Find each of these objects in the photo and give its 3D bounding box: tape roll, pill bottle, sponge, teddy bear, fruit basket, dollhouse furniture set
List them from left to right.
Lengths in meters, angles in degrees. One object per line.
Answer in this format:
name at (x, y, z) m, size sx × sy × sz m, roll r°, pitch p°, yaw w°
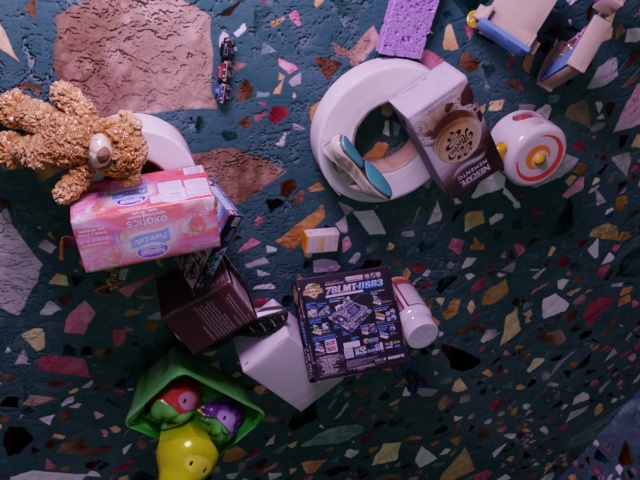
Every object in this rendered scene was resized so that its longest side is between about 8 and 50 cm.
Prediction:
teddy bear at (-0.531, -0.206, 1.323) m, size 0.338 × 0.113 × 0.245 m, roll 29°, pitch 90°, yaw 7°
tape roll at (-0.435, -0.150, 1.499) m, size 0.287 × 0.100 × 0.286 m, roll -11°, pitch 128°, yaw -14°
fruit basket at (-0.365, 0.546, 1.865) m, size 0.283 × 0.392 × 0.392 m, roll -42°, pitch 128°, yaw 11°
tape roll at (0.166, -0.277, 1.662) m, size 0.393 × 0.072 × 0.391 m, roll -11°, pitch 128°, yaw -14°
pill bottle at (0.267, 0.219, 1.965) m, size 0.121 × 0.221 × 0.121 m, roll -10°, pitch 127°, yaw -14°
sponge at (0.214, -0.540, 1.514) m, size 0.117 × 0.031 × 0.210 m, roll 2°, pitch 124°, yaw -23°
dollhouse furniture set at (0.544, -0.568, 1.604) m, size 0.304 × 0.198 × 0.286 m, roll 31°, pitch 88°, yaw -3°

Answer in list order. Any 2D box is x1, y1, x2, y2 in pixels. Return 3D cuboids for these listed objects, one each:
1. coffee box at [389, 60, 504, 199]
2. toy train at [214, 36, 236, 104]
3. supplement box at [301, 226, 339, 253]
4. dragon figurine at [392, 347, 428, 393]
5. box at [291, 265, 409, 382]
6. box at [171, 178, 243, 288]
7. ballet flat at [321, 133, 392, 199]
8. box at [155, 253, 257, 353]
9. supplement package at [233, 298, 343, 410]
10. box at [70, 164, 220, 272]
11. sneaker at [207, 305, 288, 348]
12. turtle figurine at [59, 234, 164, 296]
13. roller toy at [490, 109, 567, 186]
coffee box at (0.320, -0.268, 1.606) m, size 0.168 × 0.118 × 0.297 m, roll -35°, pitch 129°, yaw 4°
toy train at (-0.218, -0.384, 1.461) m, size 0.036 × 0.027 × 0.158 m, roll 0°, pitch 124°, yaw -18°
supplement box at (0.000, 0.000, 1.820) m, size 0.099 × 0.036 × 0.062 m, roll -4°, pitch 125°, yaw -18°
dragon figurine at (0.273, 0.404, 2.152) m, size 0.085 × 0.144 × 0.289 m, roll -32°, pitch 130°, yaw 3°
box at (0.086, 0.237, 1.848) m, size 0.296 × 0.293 × 0.073 m, roll -8°, pitch 168°, yaw -20°
box at (-0.294, -0.016, 1.611) m, size 0.044 × 0.159 × 0.233 m, roll 4°, pitch 124°, yaw -45°
ballet flat at (0.088, -0.175, 1.619) m, size 0.086 × 0.086 × 0.248 m, roll -39°, pitch 127°, yaw 9°
box at (-0.308, 0.159, 1.730) m, size 0.203 × 0.167 × 0.168 m, roll -28°, pitch 130°, yaw 0°
supplement package at (-0.100, 0.349, 1.944) m, size 0.175 × 0.177 × 0.293 m, roll -39°, pitch 129°, yaw 8°
box at (-0.387, -0.051, 1.427) m, size 0.300 × 0.154 × 0.142 m, roll -12°, pitch 127°, yaw -15°
sneaker at (-0.224, 0.220, 1.813) m, size 0.272 × 0.107 × 0.100 m, roll -13°, pitch 140°, yaw 10°
turtle figurine at (-0.512, 0.045, 1.619) m, size 0.218 × 0.087 × 0.269 m, roll -9°, pitch 141°, yaw 3°
roller toy at (0.575, -0.255, 1.789) m, size 0.209 × 0.146 × 0.191 m, roll 31°, pitch 108°, yaw -35°
